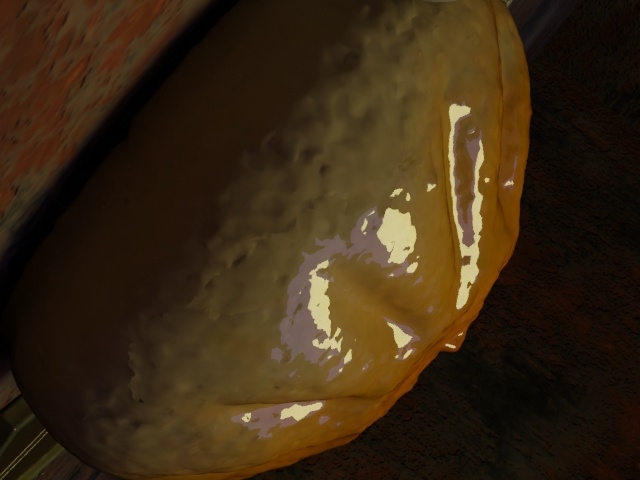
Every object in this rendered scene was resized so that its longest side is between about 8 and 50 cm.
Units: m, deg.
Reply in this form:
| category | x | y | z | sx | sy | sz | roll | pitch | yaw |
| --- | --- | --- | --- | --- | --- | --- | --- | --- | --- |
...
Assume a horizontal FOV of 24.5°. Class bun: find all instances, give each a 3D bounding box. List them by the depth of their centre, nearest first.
| category | x | y | z | sx | sy | sz | roll | pitch | yaw |
| --- | --- | --- | --- | --- | --- | --- | --- | --- | --- |
| bun | 0.000 | 0.000 | 0.694 | 0.299 | 0.165 | 0.299 | -50 | 178 | -3 |

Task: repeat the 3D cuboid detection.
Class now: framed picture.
| category | x | y | z | sx | sy | sz | roll | pitch | yaw |
| --- | --- | --- | --- | --- | --- | --- | --- | --- | --- |
| framed picture | -0.171 | 0.116 | 0.953 | 0.184 | 0.016 | 0.250 | -52 | 175 | 32 |

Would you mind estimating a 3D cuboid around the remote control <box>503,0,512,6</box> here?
| category | x | y | z | sx | sy | sz | roll | pitch | yaw |
| --- | --- | --- | --- | --- | --- | --- | --- | --- | --- |
| remote control | 0.146 | -0.209 | 1.321 | 0.087 | 0.029 | 0.190 | -48 | 176 | -16 |
